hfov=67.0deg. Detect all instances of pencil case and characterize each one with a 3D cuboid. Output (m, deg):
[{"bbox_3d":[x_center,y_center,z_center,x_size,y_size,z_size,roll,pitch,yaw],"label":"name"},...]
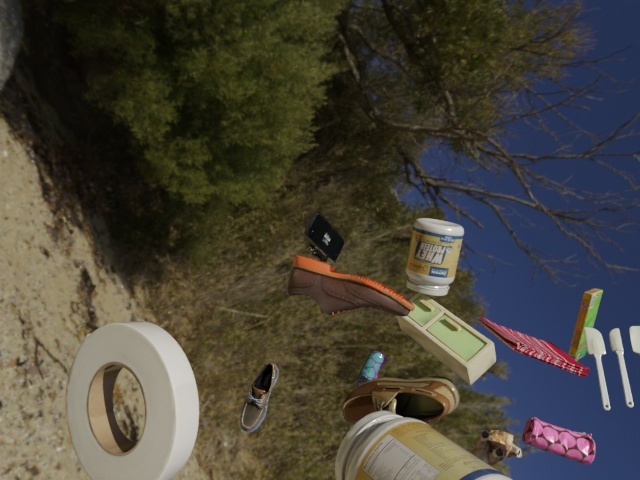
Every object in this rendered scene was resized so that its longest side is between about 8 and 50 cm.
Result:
[{"bbox_3d":[0.172,0.445,1.639,0.070,0.152,0.065,-4,-64,27],"label":"pencil case"},{"bbox_3d":[0.780,0.651,1.586,0.095,0.209,0.098,71,36,-74],"label":"pencil case"}]

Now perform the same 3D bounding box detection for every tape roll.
[{"bbox_3d":[-0.447,0.381,1.122,0.391,0.072,0.392,-2,-94,30],"label":"tape roll"}]

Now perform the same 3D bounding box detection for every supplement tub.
[{"bbox_3d":[0.187,0.464,0.869,0.316,0.228,0.228,13,-57,60],"label":"supplement tub"},{"bbox_3d":[0.324,0.045,1.391,0.144,0.144,0.200,28,-68,61],"label":"supplement tub"}]

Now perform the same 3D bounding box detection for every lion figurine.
[{"bbox_3d":[0.568,0.834,1.761,0.142,0.392,0.240,45,-14,33],"label":"lion figurine"}]

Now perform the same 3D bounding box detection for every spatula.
[{"bbox_3d":[0.846,0.352,1.345,0.019,0.168,0.242,67,26,-52],"label":"spatula"}]

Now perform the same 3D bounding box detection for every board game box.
[{"bbox_3d":[0.953,0.305,1.740,0.039,0.124,0.260,16,-77,44],"label":"board game box"}]

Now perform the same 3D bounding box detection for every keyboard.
[{"bbox_3d":[0.000,0.000,1.326,0.038,0.100,0.192,18,-17,34],"label":"keyboard"}]

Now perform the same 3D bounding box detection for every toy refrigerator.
[{"bbox_3d":[0.337,0.257,1.324,0.269,0.102,0.094,38,-22,47],"label":"toy refrigerator"}]

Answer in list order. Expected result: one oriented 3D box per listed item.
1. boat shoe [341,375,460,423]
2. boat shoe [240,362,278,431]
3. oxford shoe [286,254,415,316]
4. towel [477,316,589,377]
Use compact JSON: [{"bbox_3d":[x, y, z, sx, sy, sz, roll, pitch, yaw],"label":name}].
[{"bbox_3d":[0.196,0.429,1.273,0.323,0.120,0.123,-20,-95,27],"label":"boat shoe"},{"bbox_3d":[-0.165,0.404,1.264,0.066,0.183,0.066,15,-28,8],"label":"boat shoe"},{"bbox_3d":[0.058,0.116,1.001,0.271,0.098,0.097,18,-4,19],"label":"oxford shoe"},{"bbox_3d":[0.614,0.304,1.402,0.031,0.274,0.199,-66,-163,8],"label":"towel"}]
